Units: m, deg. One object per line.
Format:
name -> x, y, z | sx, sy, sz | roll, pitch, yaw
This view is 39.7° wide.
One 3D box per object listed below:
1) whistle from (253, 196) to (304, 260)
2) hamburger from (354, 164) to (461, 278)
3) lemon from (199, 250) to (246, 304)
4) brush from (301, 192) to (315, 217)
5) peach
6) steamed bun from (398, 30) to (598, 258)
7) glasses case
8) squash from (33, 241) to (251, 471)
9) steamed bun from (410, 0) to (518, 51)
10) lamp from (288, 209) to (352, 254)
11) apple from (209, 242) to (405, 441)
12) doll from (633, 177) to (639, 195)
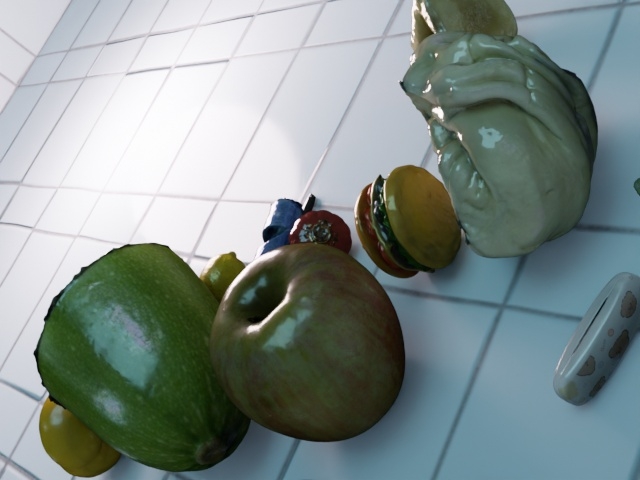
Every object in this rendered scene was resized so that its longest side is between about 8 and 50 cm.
whistle -> -0.079, 0.048, 1.399 | 0.062, 0.062, 0.304 | -27, 31, 30
hamburger -> 0.124, -0.024, 1.248 | 0.115, 0.162, 0.162 | -27, 43, 39
lemon -> -0.168, 0.068, 1.537 | 0.082, 0.082, 0.111 | 3, 62, 48
brush -> -0.044, 0.000, 1.517 | 0.063, 0.016, 0.193 | -4, 58, 45
peach -> -0.398, 0.311, 1.502 | 0.103, 0.179, 0.179 | -6, 54, 20
steamed bun -> 0.248, -0.143, 1.143 | 0.206, 0.275, 0.320 | -22, 81, 18
glasses case -> 0.318, 0.111, 1.003 | 0.164, 0.063, 0.041 | -56, 38, -6
squash -> -0.217, 0.194, 1.337 | 0.309, 0.310, 0.310 | 25, 79, 38
steamed bun -> 0.210, -0.325, 1.415 | 0.140, 0.172, 0.155 | -29, -7, -25
lamp -> 0.000, 0.000, 1.406 | 0.101, 0.090, 0.101 | 0, 70, -1
apple -> -0.010, 0.140, 1.185 | 0.257, 0.234, 0.257 | -30, 39, 28
doll -> 0.436, -0.082, 1.046 | 0.115, 0.077, 0.150 | 31, 70, 16
